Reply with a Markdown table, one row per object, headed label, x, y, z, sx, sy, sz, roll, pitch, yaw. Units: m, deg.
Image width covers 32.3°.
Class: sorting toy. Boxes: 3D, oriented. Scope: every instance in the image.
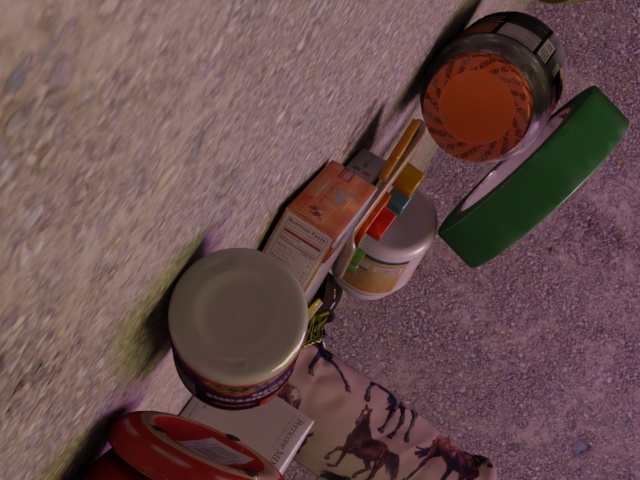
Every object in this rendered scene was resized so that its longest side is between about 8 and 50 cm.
| label | x | y | z | sx | sy | sz | roll | pitch | yaw |
| --- | --- | --- | --- | --- | --- | --- | --- | --- | --- |
| sorting toy | 0.085 | -0.045 | 1.444 | 0.196 | 0.047 | 0.347 | -58 | 176 | -15 |

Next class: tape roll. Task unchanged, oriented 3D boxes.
| label | x | y | z | sx | sy | sz | roll | pitch | yaw |
| --- | --- | --- | --- | --- | --- | --- | --- | --- | --- |
| tape roll | 0.315 | -0.095 | 1.653 | 0.321 | 0.077 | 0.321 | -44 | -178 | 2 |

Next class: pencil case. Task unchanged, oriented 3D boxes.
| label | x | y | z | sx | sy | sz | roll | pitch | yaw |
| --- | --- | --- | --- | --- | --- | --- | --- | --- | --- |
| pencil case | 0.059 | 0.272 | 1.587 | 0.160 | 0.410 | 0.183 | -47 | -172 | 49 |

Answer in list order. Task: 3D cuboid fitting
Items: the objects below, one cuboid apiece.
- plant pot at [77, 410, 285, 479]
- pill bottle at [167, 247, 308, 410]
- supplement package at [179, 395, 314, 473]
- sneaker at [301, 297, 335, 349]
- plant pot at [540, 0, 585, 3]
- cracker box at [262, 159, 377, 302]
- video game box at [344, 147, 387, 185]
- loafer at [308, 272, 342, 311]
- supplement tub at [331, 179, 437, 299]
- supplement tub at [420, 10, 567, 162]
| label | x | y | z | sx | sy | sz | roll | pitch | yaw |
| --- | --- | --- | --- | --- | --- | --- | --- | --- | --- |
| plant pot | -0.133 | 0.249 | 0.944 | 0.191 | 0.191 | 0.174 | 19 | 94 | -85 |
| pill bottle | -0.070 | 0.083 | 0.919 | 0.108 | 0.108 | 0.193 | -56 | 174 | -17 |
| supplement package | -0.150 | 0.321 | 1.392 | 0.262 | 0.145 | 0.204 | -55 | 174 | -30 |
| sneaker | -0.014 | 0.107 | 1.239 | 0.083 | 0.035 | 0.031 | -58 | 175 | 11 |
| plant pot | 0.364 | -0.414 | 1.361 | 0.293 | 0.275 | 0.275 | -36 | 165 | -30 |
| cracker box | -0.035 | 0.039 | 1.218 | 0.232 | 0.067 | 0.156 | -59 | 176 | 29 |
| video game box | 0.000 | 0.000 | 1.413 | 0.205 | 0.048 | 0.187 | -61 | 173 | 32 |
| loafer | -0.037 | 0.134 | 1.792 | 0.078 | 0.080 | 0.220 | 69 | 40 | -55 |
| supplement tub | 0.093 | 0.001 | 1.735 | 0.144 | 0.144 | 0.199 | -55 | 174 | -27 |
| supplement tub | 0.263 | -0.232 | 1.671 | 0.193 | 0.193 | 0.316 | -60 | 174 | 27 |
